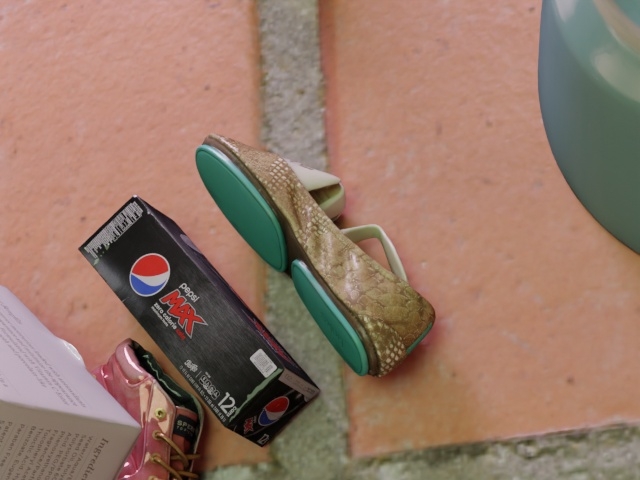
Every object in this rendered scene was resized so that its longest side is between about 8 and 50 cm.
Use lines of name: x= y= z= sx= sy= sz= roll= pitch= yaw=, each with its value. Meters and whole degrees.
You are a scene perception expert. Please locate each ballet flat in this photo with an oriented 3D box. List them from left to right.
ballet flat: x=0.000 y=0.000 z=1.156 sx=0.067 sy=0.073 sz=0.206 roll=-28 pitch=61 yaw=-20

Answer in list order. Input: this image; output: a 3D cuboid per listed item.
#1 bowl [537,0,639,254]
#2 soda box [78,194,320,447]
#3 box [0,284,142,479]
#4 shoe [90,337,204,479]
bowl: x=0.250 y=-0.144 z=1.036 sx=0.311 sy=0.163 sz=0.311 roll=-9 pitch=66 yaw=21
soda box: x=-0.077 y=0.049 z=1.163 sx=0.053 sy=0.060 sz=0.169 roll=-44 pitch=61 yaw=4
box: x=-0.232 y=0.132 z=1.126 sx=0.181 sy=0.119 sz=0.182 roll=39 pitch=104 yaw=42
shoe: x=-0.100 y=0.141 z=1.135 sx=0.081 sy=0.063 sz=0.178 roll=-45 pitch=55 yaw=9
